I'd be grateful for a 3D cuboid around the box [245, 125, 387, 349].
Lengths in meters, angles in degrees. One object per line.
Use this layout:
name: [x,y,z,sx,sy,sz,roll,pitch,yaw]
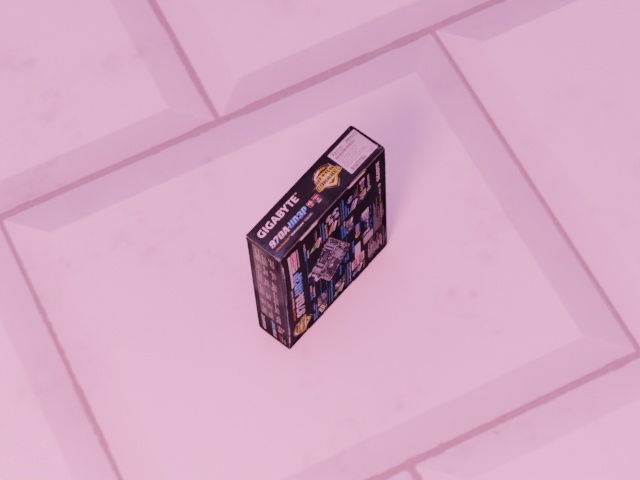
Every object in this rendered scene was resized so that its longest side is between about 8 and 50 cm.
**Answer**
box: [0.000,0.000,2.075,0.051,0.220,0.175,36,69,19]
